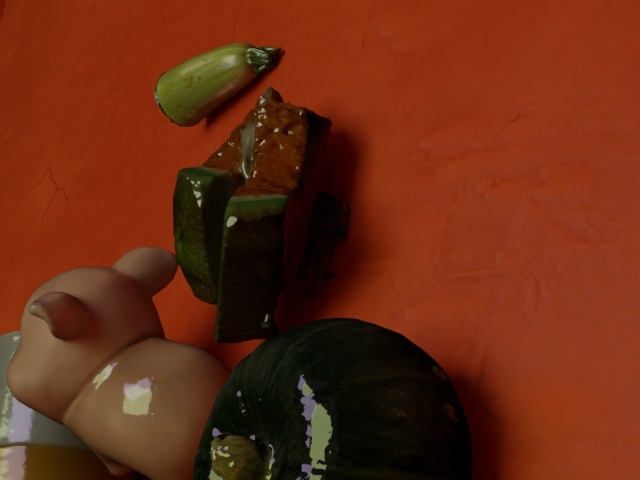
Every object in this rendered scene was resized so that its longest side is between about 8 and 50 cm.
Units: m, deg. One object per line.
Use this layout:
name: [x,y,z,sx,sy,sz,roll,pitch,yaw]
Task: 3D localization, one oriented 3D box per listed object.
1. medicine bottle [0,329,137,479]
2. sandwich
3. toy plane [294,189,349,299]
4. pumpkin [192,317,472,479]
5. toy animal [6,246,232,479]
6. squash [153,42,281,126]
medicine bottle: [-0.369,0.270,1.561,0.238,0.238,0.232,-34,46,45]
sandwich: [-0.090,-0.053,1.321,0.250,0.162,0.301,103,-179,-59]
toy plane: [0.000,0.000,1.316,0.060,0.037,0.145,-24,53,55]
pumpkin: [0.001,0.214,1.038,0.300,0.207,0.300,-34,47,45]
toy animal: [-0.236,0.166,1.373,0.326,0.237,0.269,11,111,32]
squash: [-0.138,-0.239,1.631,0.224,0.094,0.094,-18,59,43]
